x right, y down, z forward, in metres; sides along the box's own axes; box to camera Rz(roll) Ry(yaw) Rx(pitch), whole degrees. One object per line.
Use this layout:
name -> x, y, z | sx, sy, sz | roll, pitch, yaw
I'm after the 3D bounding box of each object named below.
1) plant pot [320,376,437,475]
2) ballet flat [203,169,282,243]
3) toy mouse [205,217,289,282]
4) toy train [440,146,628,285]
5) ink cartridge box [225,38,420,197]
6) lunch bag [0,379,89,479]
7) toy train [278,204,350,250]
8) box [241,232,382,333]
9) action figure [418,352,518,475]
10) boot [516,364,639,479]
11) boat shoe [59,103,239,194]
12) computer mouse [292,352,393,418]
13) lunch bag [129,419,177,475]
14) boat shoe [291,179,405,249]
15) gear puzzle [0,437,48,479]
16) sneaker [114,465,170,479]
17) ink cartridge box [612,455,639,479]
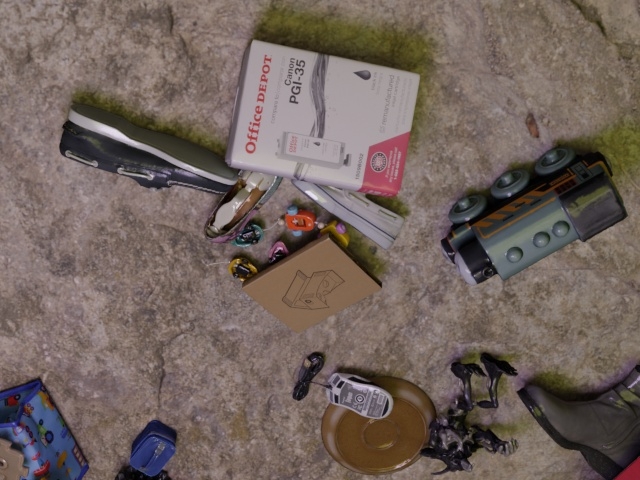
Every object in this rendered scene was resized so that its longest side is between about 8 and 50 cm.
plant pot -> 0.120, 0.381, 1.945 | 0.236, 0.032, 0.236 | -2, 114, -5
ballet flat -> -0.129, -0.082, 1.678 | 0.077, 0.079, 0.221 | 37, 102, 3
toy mouse -> -0.106, 0.013, 1.757 | 0.161, 0.031, 0.143 | 24, 111, -9
toy train -> 0.367, -0.041, 1.691 | 0.334, 0.190, 0.142 | -29, 113, 8
ink cartridge box -> 0.000, -0.196, 1.597 | 0.283, 0.117, 0.207 | 10, 91, -9
lunch bag -> -0.635, 0.419, 1.861 | 0.293, 0.138, 0.221 | -14, 115, 15
toy train -> 0.000, 0.000, 1.760 | 0.125, 0.046, 0.166 | 1, 128, 24
box -> -0.014, 0.082, 1.761 | 0.201, 0.021, 0.164 | -31, 127, 24
action figure -> 0.290, 0.366, 1.893 | 0.164, 0.141, 0.275 | 1, 113, -24
boot -> 0.558, 0.321, 1.924 | 0.338, 0.118, 0.222 | 36, 104, -31
boat shoe -> -0.290, -0.134, 1.641 | 0.303, 0.114, 0.091 | 23, 110, -2
computer mouse -> 0.048, 0.289, 1.876 | 0.193, 0.042, 0.106 | 19, 107, 7
lunch bag -> -0.330, 0.411, 1.900 | 0.067, 0.065, 0.098 | 33, 107, -17
boat shoe -> 0.052, -0.071, 1.721 | 0.226, 0.083, 0.075 | 34, 90, -27
gear puzzle -> -0.602, 0.403, 1.758 | 0.339, 0.044, 0.175 | 21, 119, 4
sneaker -> -0.302, 0.552, 1.948 | 0.276, 0.097, 0.135 | 30, 106, -18
ink cartridge box -> 0.683, 0.479, 1.914 | 0.309, 0.130, 0.272 | -47, 147, 15
